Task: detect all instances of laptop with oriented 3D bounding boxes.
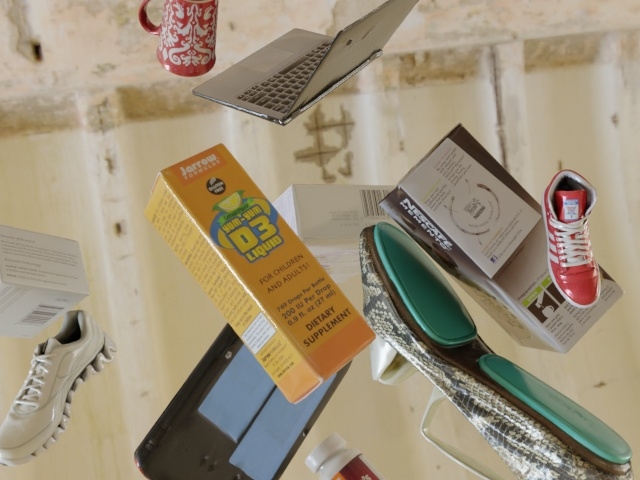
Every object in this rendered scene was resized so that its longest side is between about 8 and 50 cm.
[{"bbox_3d":[-0.015,-0.439,1.465,0.408,0.236,0.382,23,-134,28],"label":"laptop"}]

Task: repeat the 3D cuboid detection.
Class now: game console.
[{"bbox_3d":[-0.089,0.243,1.097,0.060,0.342,0.386,22,-113,30],"label":"game console"}]

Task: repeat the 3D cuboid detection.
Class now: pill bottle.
[{"bbox_3d":[0.075,0.545,1.548,0.221,0.121,0.121,43,-143,21],"label":"pill bottle"}]

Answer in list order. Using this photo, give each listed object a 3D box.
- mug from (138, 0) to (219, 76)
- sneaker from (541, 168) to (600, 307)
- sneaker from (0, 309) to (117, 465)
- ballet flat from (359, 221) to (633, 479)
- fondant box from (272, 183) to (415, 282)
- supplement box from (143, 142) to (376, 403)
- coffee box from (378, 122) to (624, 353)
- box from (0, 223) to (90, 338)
[{"bbox_3d":[-0.256,-0.399,1.262,0.150,0.113,0.169,4,149,-14],"label":"mug"},{"bbox_3d":[0.218,-0.003,0.596,0.042,0.118,0.067,-11,164,7],"label":"sneaker"},{"bbox_3d":[-0.462,0.240,1.172,0.110,0.118,0.292,6,-138,16],"label":"sneaker"},{"bbox_3d":[0.176,0.182,0.929,0.164,0.182,0.483,3,-144,-51],"label":"ballet flat"},{"bbox_3d":[0.000,0.000,1.233,0.238,0.096,0.330,-1,163,-26],"label":"fondant box"},{"bbox_3d":[-0.059,0.028,0.630,0.078,0.233,0.080,-34,168,-34],"label":"supplement box"},{"bbox_3d":[0.231,0.003,0.935,0.119,0.297,0.168,-45,180,-6],"label":"coffee box"},{"bbox_3d":[-0.546,0.078,1.234,0.181,0.119,0.182,-35,152,24],"label":"box"}]
